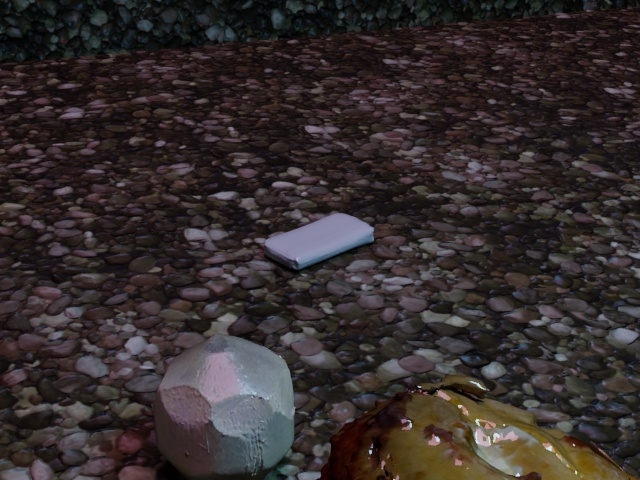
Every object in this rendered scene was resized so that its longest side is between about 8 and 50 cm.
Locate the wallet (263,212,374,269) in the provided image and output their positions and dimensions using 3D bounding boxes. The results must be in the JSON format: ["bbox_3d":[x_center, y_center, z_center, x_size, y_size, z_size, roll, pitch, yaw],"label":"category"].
[{"bbox_3d":[0.000,0.000,1.697,0.190,0.033,0.095,-23,37,-39],"label":"wallet"}]

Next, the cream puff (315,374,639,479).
[{"bbox_3d":[0.141,0.279,0.908,0.350,0.228,0.350,22,12,-5],"label":"cream puff"}]

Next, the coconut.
[{"bbox_3d":[-0.105,0.184,1.162,0.161,0.162,0.161,1,26,0],"label":"coconut"}]
